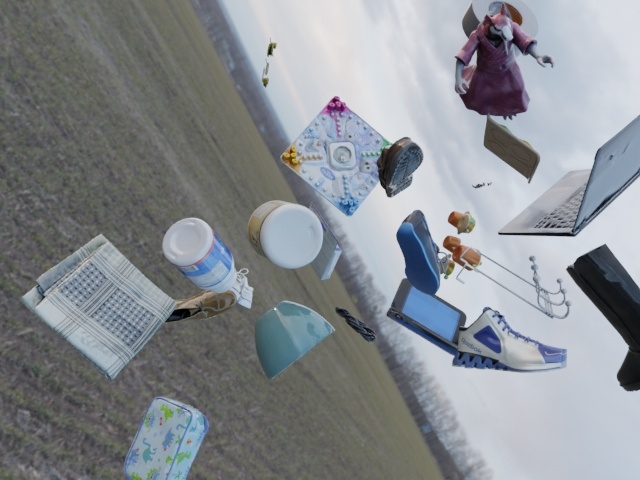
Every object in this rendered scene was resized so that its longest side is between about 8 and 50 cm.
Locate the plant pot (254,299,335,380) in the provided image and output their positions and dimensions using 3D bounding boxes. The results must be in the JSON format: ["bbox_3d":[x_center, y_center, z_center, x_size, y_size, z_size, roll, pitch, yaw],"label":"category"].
[{"bbox_3d":[-0.120,0.329,1.968,0.195,0.290,0.290,53,0,9],"label":"plant pot"}]

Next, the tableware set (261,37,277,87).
[{"bbox_3d":[-0.171,-0.599,1.874,0.104,0.024,0.154,-165,-94,-88],"label":"tableware set"}]

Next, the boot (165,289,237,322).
[{"bbox_3d":[-0.443,0.250,2.019,0.115,0.305,0.112,-164,-113,-64],"label":"boot"}]

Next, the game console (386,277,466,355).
[{"bbox_3d":[0.404,0.272,1.978,0.293,0.173,0.250,30,-5,-2],"label":"game console"}]

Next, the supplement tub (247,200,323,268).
[{"bbox_3d":[-0.142,-0.029,2.043,0.228,0.228,0.316,63,-14,-15],"label":"supplement tub"}]

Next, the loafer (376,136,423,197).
[{"bbox_3d":[0.228,-0.244,1.774,0.130,0.134,0.366,56,-8,11],"label":"loafer"}]

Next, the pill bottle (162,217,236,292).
[{"bbox_3d":[-0.286,0.047,1.362,0.221,0.124,0.124,66,-1,-61],"label":"pill bottle"}]

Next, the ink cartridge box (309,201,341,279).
[{"bbox_3d":[0.000,0.000,2.141,0.223,0.045,0.224,57,-37,32],"label":"ink cartridge box"}]

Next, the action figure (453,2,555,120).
[{"bbox_3d":[0.495,-0.510,1.526,0.370,0.248,0.276,65,28,-57],"label":"action figure"}]

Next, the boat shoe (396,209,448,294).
[{"bbox_3d":[0.255,0.034,1.326,0.109,0.089,0.258,17,-32,28],"label":"boat shoe"}]

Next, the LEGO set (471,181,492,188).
[{"bbox_3d":[0.634,-0.214,2.180,0.083,0.054,0.023,17,-53,61],"label":"LEGO set"}]

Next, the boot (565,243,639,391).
[{"bbox_3d":[0.973,0.259,1.835,0.445,0.146,0.367,52,-21,18],"label":"boot"}]

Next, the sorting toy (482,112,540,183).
[{"bbox_3d":[0.572,-0.277,1.659,0.208,0.038,0.193,48,-1,19],"label":"sorting toy"}]

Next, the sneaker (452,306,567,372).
[{"bbox_3d":[0.530,0.282,1.587,0.127,0.315,0.182,17,72,-59],"label":"sneaker"}]

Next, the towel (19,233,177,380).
[{"bbox_3d":[-0.593,0.167,1.524,0.324,0.056,0.312,44,43,-8],"label":"towel"}]

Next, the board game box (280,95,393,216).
[{"bbox_3d":[0.096,-0.366,2.356,0.390,0.390,0.050,40,-15,-2],"label":"board game box"}]

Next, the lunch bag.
[{"bbox_3d":[-0.402,0.526,1.435,0.090,0.176,0.219,44,60,-51],"label":"lunch bag"}]

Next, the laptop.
[{"bbox_3d":[0.712,-0.206,1.506,0.408,0.382,0.236,2,-57,62],"label":"laptop"}]

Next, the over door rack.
[{"bbox_3d":[0.583,0.103,1.668,0.324,0.108,0.239,22,18,12],"label":"over door rack"}]

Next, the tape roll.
[{"bbox_3d":[0.542,-0.656,1.676,0.219,0.219,0.072,64,-24,18],"label":"tape roll"}]

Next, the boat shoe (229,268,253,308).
[{"bbox_3d":[-0.369,0.192,2.420,0.367,0.136,0.156,52,50,-68],"label":"boat shoe"}]

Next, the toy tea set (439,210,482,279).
[{"bbox_3d":[0.610,0.009,2.339,0.200,0.124,0.336,-41,-151,60],"label":"toy tea set"}]

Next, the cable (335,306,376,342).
[{"bbox_3d":[0.131,0.299,1.990,0.184,0.047,0.150,40,-7,39],"label":"cable"}]
